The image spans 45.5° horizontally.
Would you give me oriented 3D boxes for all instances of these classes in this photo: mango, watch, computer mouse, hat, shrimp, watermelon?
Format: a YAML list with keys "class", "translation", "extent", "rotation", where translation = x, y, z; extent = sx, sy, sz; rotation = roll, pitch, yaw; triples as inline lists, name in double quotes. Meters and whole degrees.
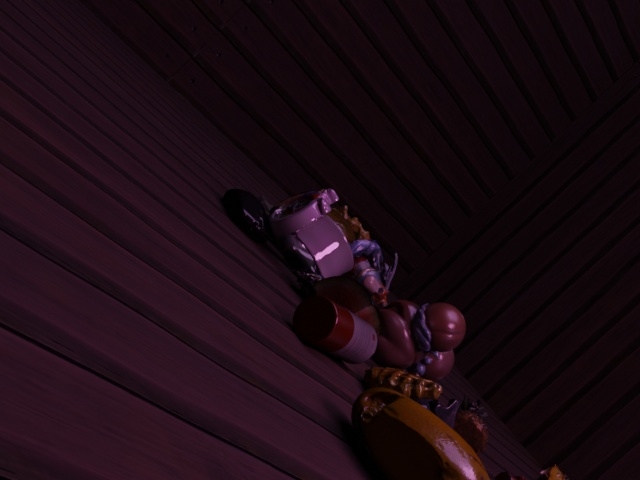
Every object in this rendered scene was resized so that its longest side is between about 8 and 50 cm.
- class: "mango"
  translation: [0.143, 0.316, 1.135]
  extent: [0.262, 0.130, 0.167]
  rotation: [43, 0, 32]
- class: "watch"
  translation: [-0.017, -0.005, 1.965]
  extent: [0.231, 0.196, 0.244]
  rotation: [61, -21, -17]
- class: "computer mouse"
  translation: [-0.182, -0.074, 1.935]
  extent: [0.122, 0.073, 0.217]
  rotation: [44, 6, -30]
- class: "hat"
  translation: [-0.151, -0.049, 2.126]
  extent: [0.122, 0.081, 0.166]
  rotation: [-25, -84, 54]
- class: "shrimp"
  translation: [-0.014, 0.115, 1.830]
  extent: [0.090, 0.079, 0.233]
  rotation: [-2, -32, 44]
- class: "watermelon"
  translation: [0.073, 0.175, 1.740]
  extent: [0.193, 0.137, 0.145]
  rotation: [18, -17, 48]

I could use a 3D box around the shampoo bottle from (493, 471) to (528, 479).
- class: "shampoo bottle"
  translation: [0.535, 0.665, 1.914]
  extent: [0.260, 0.064, 0.102]
  rotation: [38, 37, -23]

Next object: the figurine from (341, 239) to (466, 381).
- class: "figurine"
  translation: [0.193, 0.193, 2.047]
  extent: [0.276, 0.248, 0.388]
  rotation: [91, -26, -51]

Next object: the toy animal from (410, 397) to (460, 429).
- class: "toy animal"
  translation: [0.198, 0.375, 1.582]
  extent: [0.117, 0.121, 0.210]
  rotation: [0, -1, -16]

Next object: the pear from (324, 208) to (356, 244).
- class: "pear"
  translation: [0.000, 0.000, 2.199]
  extent: [0.211, 0.188, 0.228]
  rotation: [40, 9, -16]

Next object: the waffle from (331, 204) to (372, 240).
- class: "waffle"
  translation: [0.066, 0.032, 2.358]
  extent: [0.282, 0.058, 0.300]
  rotation: [4, -61, 47]

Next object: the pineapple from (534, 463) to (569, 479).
- class: "pineapple"
  translation: [0.627, 0.749, 2.089]
  extent: [0.164, 0.140, 0.249]
  rotation: [-14, -69, 48]

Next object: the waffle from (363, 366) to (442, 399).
- class: "waffle"
  translation: [0.173, 0.292, 1.570]
  extent: [0.149, 0.051, 0.194]
  rotation: [7, -4, -17]

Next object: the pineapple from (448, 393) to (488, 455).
- class: "pineapple"
  translation: [0.357, 0.465, 1.881]
  extent: [0.277, 0.119, 0.130]
  rotation: [5, 71, -78]

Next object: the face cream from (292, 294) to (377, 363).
- class: "face cream"
  translation: [0.032, 0.179, 1.510]
  extent: [0.096, 0.096, 0.214]
  rotation: [49, 5, 31]
